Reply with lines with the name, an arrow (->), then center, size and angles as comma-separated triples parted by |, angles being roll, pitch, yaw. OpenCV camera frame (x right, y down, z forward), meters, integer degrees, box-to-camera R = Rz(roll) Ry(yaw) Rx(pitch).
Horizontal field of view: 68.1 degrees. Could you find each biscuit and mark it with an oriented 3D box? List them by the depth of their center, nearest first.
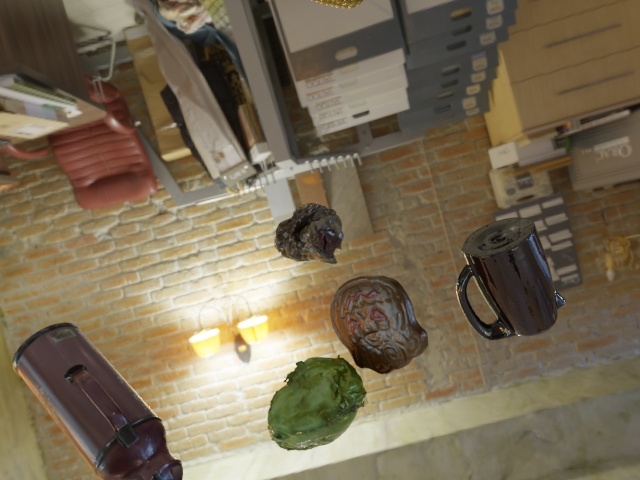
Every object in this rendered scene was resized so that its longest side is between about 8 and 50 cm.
biscuit -> 0.133, 0.216, 1.212 | 0.049, 0.257, 0.273 | -17, 166, -42

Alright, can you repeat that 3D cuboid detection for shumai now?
shumai -> -0.003, 0.003, 1.367 | 0.184, 0.185, 0.218 | -56, 152, 17

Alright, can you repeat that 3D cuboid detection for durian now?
durian -> -0.024, 0.445, 1.270 | 0.256, 0.204, 0.339 | -16, 149, -15

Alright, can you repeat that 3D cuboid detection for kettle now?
kettle -> 0.386, 0.097, 0.982 | 0.202, 0.232, 0.144 | -27, -163, 5

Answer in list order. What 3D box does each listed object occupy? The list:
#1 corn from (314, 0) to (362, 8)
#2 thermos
corn -> -0.042, -0.520, 0.873 | 0.347, 0.130, 0.130 | 2, 174, -22
thermos -> -0.320, 0.254, 0.711 | 0.330, 0.136, 0.109 | 35, -161, 24
